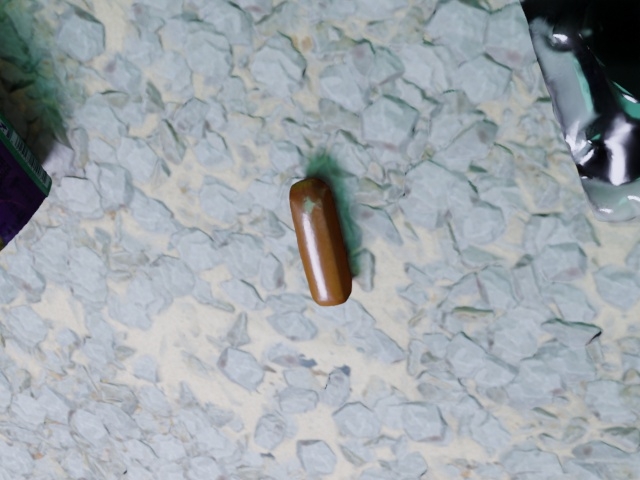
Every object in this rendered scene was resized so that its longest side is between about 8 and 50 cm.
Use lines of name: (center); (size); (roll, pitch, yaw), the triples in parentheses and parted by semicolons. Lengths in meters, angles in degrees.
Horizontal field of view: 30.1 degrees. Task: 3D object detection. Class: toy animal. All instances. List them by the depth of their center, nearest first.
toy animal: (0.230, -0.130, 0.836); (0.156, 0.204, 0.208); (-17, 94, 16)

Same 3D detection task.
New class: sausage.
sausage: (0.000, 0.000, 1.114); (0.039, 0.041, 0.131); (4, 122, 28)

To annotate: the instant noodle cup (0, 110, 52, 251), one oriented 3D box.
instant noodle cup: (-0.392, -0.064, 1.142); (0.251, 0.251, 0.190); (-23, 118, 34)
